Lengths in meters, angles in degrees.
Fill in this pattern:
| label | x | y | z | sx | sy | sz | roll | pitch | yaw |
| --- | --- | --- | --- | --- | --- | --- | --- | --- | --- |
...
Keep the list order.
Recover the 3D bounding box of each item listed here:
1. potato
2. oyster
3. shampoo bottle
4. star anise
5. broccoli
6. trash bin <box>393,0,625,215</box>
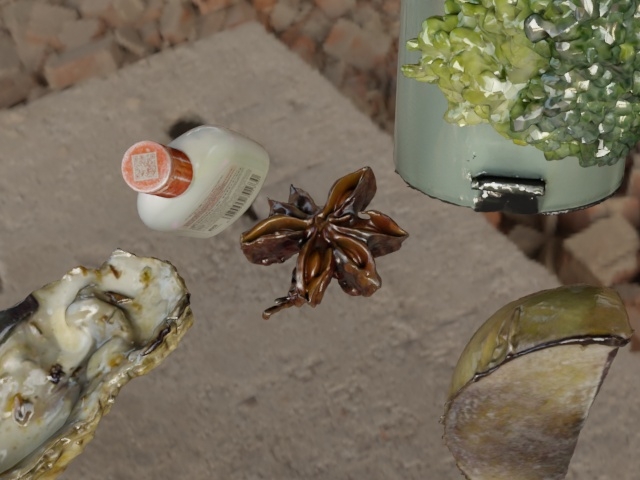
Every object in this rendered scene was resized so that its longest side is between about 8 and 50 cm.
| label | x | y | z | sx | sy | sz | roll | pitch | yaw |
| --- | --- | --- | --- | --- | --- | --- | --- | --- | --- |
| potato | 0.154 | 0.100 | 0.918 | 0.120 | 0.261 | 0.100 | 6 | 53 | 2 |
| oyster | -0.228 | 0.127 | 0.835 | 0.128 | 0.078 | 0.345 | 34 | 63 | 29 |
| shampoo bottle | -0.108 | -0.051 | 1.007 | 0.051 | 0.221 | 0.108 | 43 | 97 | 12 |
| star anise | 0.000 | 0.000 | 1.574 | 0.220 | 0.126 | 0.190 | -13 | 72 | -12 |
| broccoli | 0.141 | -0.177 | 0.719 | 0.243 | 0.263 | 0.247 | 32 | 80 | 26 |
| trash bin | 0.177 | -0.184 | 1.059 | 0.217 | 0.262 | 0.277 | 4 | 27 | 7 |
